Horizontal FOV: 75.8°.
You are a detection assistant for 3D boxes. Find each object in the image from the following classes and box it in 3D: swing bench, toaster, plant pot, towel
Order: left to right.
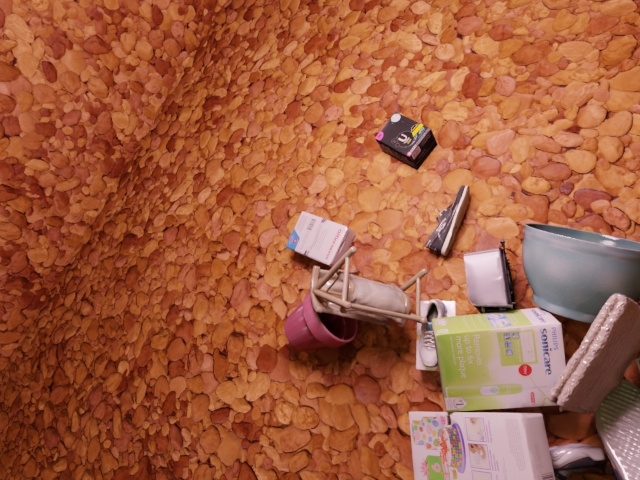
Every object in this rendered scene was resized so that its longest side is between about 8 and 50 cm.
[{"bbox_3d":[-0.011,0.265,1.323,0.180,0.201,0.201,-35,58,32],"label":"plant pot"},{"bbox_3d":[0.129,0.153,1.183,0.255,0.253,0.165,-33,46,60],"label":"swing bench"},{"bbox_3d":[0.469,0.111,1.128,0.110,0.168,0.185,-9,68,26],"label":"toaster"},{"bbox_3d":[0.637,0.083,1.006,0.293,0.293,0.196,15,103,31],"label":"plant pot"},{"bbox_3d":[0.621,0.257,0.901,0.049,0.187,0.282,38,104,55],"label":"towel"}]

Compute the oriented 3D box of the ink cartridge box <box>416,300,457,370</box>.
[{"bbox_3d":[0.343,0.277,1.193,0.115,0.067,0.198,-3,72,27],"label":"ink cartridge box"}]

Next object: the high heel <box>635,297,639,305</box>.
[{"bbox_3d":[0.834,0.171,0.972,0.244,0.082,0.117,-23,64,10],"label":"high heel"}]

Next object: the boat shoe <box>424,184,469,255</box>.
[{"bbox_3d":[0.400,-0.072,1.283,0.079,0.084,0.233,23,86,32],"label":"boat shoe"}]

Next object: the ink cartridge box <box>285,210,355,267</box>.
[{"bbox_3d":[0.000,0.000,1.466,0.203,0.086,0.148,22,83,31],"label":"ink cartridge box"}]

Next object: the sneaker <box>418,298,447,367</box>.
[{"bbox_3d":[0.302,0.251,1.135,0.071,0.083,0.190,1,74,27],"label":"sneaker"}]

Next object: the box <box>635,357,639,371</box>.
[{"bbox_3d":[0.795,0.375,0.832,0.169,0.087,0.289,-26,55,33],"label":"box"}]

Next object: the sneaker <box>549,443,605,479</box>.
[{"bbox_3d":[0.542,0.577,0.960,0.269,0.101,0.153,-28,61,23],"label":"sneaker"}]

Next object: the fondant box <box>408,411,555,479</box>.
[{"bbox_3d":[0.373,0.538,0.983,0.330,0.096,0.238,-26,58,48],"label":"fondant box"}]

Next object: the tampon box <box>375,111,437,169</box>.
[{"bbox_3d":[0.298,-0.346,1.429,0.161,0.101,0.120,38,91,33],"label":"tampon box"}]

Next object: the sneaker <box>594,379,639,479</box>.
[{"bbox_3d":[0.699,0.479,0.907,0.126,0.127,0.321,-14,40,27],"label":"sneaker"}]

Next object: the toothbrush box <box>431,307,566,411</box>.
[{"bbox_3d":[0.438,0.295,1.025,0.283,0.122,0.206,-8,98,11],"label":"toothbrush box"}]
